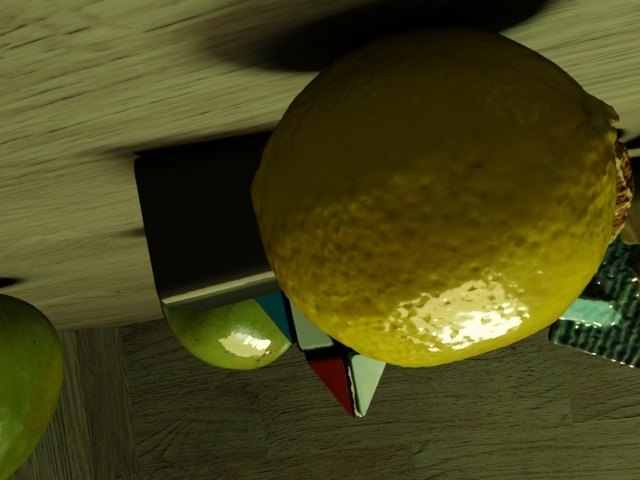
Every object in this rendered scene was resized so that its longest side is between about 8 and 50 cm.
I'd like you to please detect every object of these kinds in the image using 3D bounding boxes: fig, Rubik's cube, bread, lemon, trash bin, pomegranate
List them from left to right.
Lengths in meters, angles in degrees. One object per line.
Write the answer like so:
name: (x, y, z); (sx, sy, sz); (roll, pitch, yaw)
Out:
fig: (-0.514, 0.222, 1.566); (0.316, 0.316, 0.316); (-9, 175, -1)
pomegranate: (-0.093, 0.048, 1.266); (0.179, 0.179, 0.210); (-7, 145, -18)
trash bin: (-0.009, -0.025, 0.864); (0.225, 0.115, 0.165); (-13, 174, 4)
Rubik's cube: (0.021, 0.054, 1.061); (0.284, 0.234, 0.250); (-8, 174, -1)
lemon: (0.063, -0.025, 0.584); (0.203, 0.178, 0.178); (-26, 166, 31)
bread: (0.263, -0.020, 1.121); (0.105, 0.076, 0.233); (-39, 160, -24)

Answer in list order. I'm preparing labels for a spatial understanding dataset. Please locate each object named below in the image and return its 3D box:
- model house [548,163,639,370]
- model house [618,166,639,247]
model house: (0.407, 0.026, 1.310); (0.241, 0.261, 0.226); (10, -166, -20)
model house: (0.529, 0.057, 1.066); (0.382, 0.342, 0.334); (-14, -177, -6)
